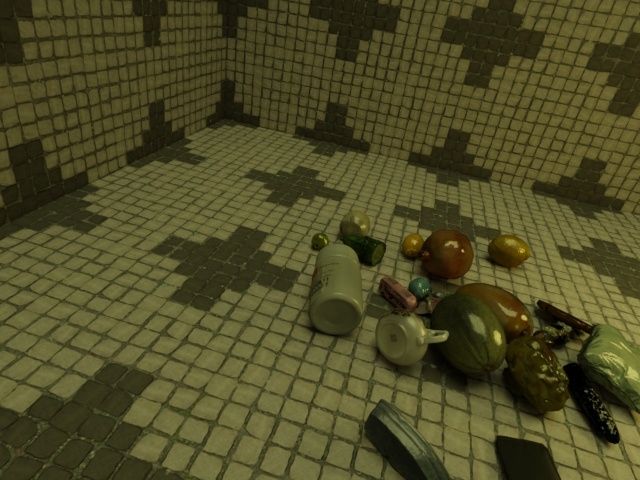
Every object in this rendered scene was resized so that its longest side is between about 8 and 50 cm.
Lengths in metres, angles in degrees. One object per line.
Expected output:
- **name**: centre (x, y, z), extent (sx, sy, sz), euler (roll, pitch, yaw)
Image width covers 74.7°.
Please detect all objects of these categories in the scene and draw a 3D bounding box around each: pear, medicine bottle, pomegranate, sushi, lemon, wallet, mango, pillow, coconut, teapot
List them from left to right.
- **pear**: centre (0.000, 0.000, 2.115), extent (0.092, 0.092, 0.097), euler (14, 32, 6)
- **medicine bottle**: centre (0.065, 0.186, 1.706), extent (0.211, 0.211, 0.371), euler (9, 31, -2)
- **coconut**: centre (0.183, -0.082, 2.235), extent (0.161, 0.161, 0.162), euler (15, 29, 9)
- **teapot**: centre (0.305, 0.346, 1.509), extent (0.298, 0.204, 0.139), euler (-1, -1, 44)
- **lemon**: centre (0.481, 0.028, 2.181), extent (0.114, 0.114, 0.155), euler (20, 40, 17)
- **pomegranate**: centre (0.598, 0.069, 2.036), extent (0.270, 0.229, 0.252), euler (-3, 32, -11)
- **mango**: centre (0.708, 0.287, 1.742), extent (0.221, 0.199, 0.384), euler (18, 8, -27)
- **lemon**: centre (1.001, 0.055, 2.230), extent (0.207, 0.170, 0.170), euler (29, 35, 18)
- **wallet**: centre (0.611, 0.680, 1.207), extent (0.168, 0.052, 0.245), euler (11, 26, 2)
- **sushi**: centre (0.968, 0.394, 1.732), extent (0.226, 0.103, 0.097), euler (-10, 53, -26)
- **pillow**: centre (1.117, 0.472, 1.575), extent (0.283, 0.138, 0.310), euler (48, 41, 16)

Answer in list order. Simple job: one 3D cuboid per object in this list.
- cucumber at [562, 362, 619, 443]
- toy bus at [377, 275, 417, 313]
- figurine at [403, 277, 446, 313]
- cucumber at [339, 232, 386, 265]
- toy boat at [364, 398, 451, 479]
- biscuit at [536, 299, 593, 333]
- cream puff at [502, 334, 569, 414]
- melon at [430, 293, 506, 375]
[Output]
- **cucumber**: centre (0.939, 0.562, 1.464), extent (0.081, 0.072, 0.303), euler (25, 29, -10)
- **toy bus**: centre (0.333, 0.236, 1.816), extent (0.063, 0.090, 0.203), euler (-12, 36, -31)
- **figurine**: centre (0.498, 0.254, 1.822), extent (0.205, 0.103, 0.260), euler (-24, 54, -40)
- **cucumber**: centre (0.198, 0.027, 2.103), extent (0.244, 0.134, 0.134), euler (24, 34, 31)
- **toy boat**: centre (0.242, 0.584, 1.179), extent (0.078, 0.127, 0.283), euler (-17, 44, -37)
- **biscuit**: centre (1.087, 0.346, 1.835), extent (0.208, 0.041, 0.290), euler (18, 12, -35)
- **cream puff**: centre (0.748, 0.475, 1.482), extent (0.282, 0.185, 0.282), euler (41, 30, -29)
- **melon**: centre (0.541, 0.342, 1.547), extent (0.248, 0.248, 0.329), euler (3, 31, -11)
